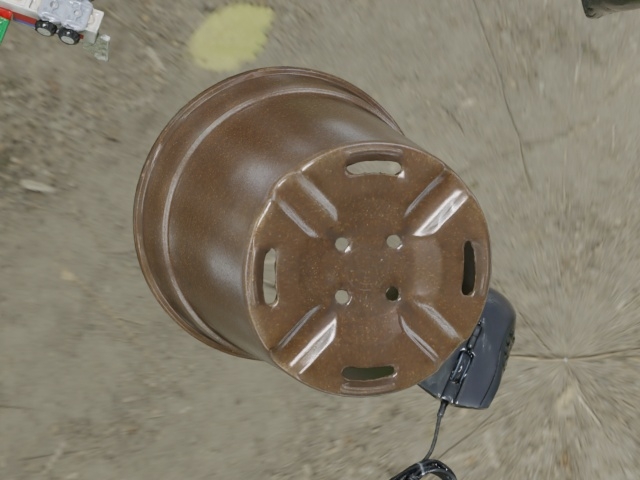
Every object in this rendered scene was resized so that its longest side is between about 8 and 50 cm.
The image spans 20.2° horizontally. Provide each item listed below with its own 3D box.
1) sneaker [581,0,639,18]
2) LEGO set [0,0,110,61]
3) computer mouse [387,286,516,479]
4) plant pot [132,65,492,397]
[{"bbox_3d":[0.262,-0.219,1.234,0.130,0.286,0.109,2,108,31],"label":"sneaker"},{"bbox_3d":[-0.235,-0.154,1.012,0.182,0.060,0.244,-23,77,-18],"label":"LEGO set"},{"bbox_3d":[0.084,0.115,1.231,0.071,0.041,0.242,23,49,0],"label":"computer mouse"},{"bbox_3d":[0.000,0.000,0.919,0.167,0.165,0.167,-3,101,-15],"label":"plant pot"}]
